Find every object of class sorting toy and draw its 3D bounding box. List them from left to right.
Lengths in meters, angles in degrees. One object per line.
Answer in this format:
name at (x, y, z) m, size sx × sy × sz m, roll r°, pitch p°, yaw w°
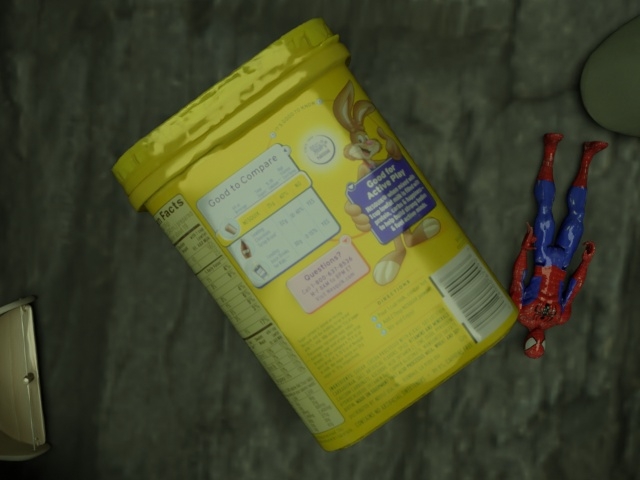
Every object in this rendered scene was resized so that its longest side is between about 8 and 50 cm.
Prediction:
sorting toy at (-0.170, 0.073, 0.392) m, size 0.044 × 0.075 × 0.083 m, roll -5°, pitch 91°, yaw 1°

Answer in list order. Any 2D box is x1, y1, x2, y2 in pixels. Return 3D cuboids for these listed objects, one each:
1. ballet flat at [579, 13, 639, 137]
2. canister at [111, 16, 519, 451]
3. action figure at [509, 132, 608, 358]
ballet flat at (0.236, -0.097, 0.383) m, size 0.213 × 0.068 × 0.072 m, roll -10°, pitch 92°, yaw 2°
canister at (0.000, 0.000, 0.389) m, size 0.126 × 0.073 × 0.170 m, roll -35°, pitch 92°, yaw 2°
action figure at (0.120, 0.004, 0.409) m, size 0.038 × 0.030 × 0.115 m, roll 10°, pitch 94°, yaw -4°
